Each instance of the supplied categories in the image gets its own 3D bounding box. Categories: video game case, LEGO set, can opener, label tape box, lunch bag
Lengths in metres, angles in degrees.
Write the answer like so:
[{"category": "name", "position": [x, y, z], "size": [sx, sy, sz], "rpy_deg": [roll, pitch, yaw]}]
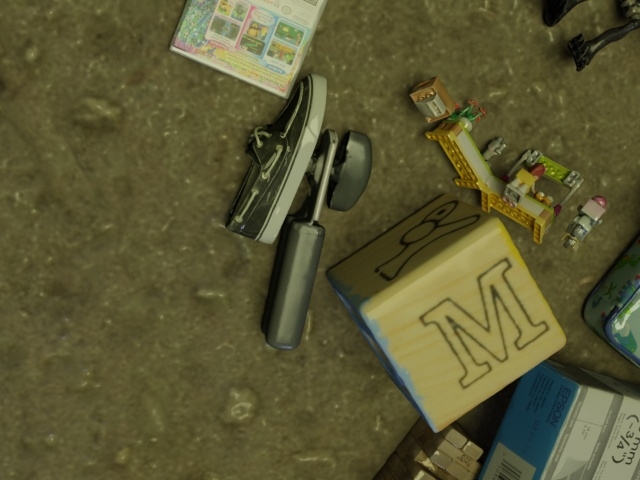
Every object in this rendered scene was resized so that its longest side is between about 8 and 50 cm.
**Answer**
[{"category": "video game case", "position": [-0.085, -0.266, 1.143], "size": [0.157, 0.019, 0.143], "rpy_deg": [21, 96, -17]}, {"category": "LEGO set", "position": [0.240, -0.111, 1.208], "size": [0.287, 0.132, 0.107], "rpy_deg": [42, 72, 5]}, {"category": "can opener", "position": [0.000, 0.000, 1.188], "size": [0.095, 0.076, 0.284], "rpy_deg": [10, 100, -14]}, {"category": "label tape box", "position": [0.380, 0.311, 1.276], "size": [0.333, 0.106, 0.241], "rpy_deg": [18, 96, -32]}, {"category": "lunch bag", "position": [0.491, 0.078, 1.312], "size": [0.176, 0.090, 0.219], "rpy_deg": [38, 92, -20]}]

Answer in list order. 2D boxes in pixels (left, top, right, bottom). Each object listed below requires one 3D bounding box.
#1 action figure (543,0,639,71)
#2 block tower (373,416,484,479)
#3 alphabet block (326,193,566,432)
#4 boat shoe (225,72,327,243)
[{"category": "action figure", "position": [0.433, -0.310, 1.191], "size": [0.275, 0.141, 0.164], "rpy_deg": [-23, 94, -6]}, {"category": "block tower", "position": [0.093, 0.392, 1.281], "size": [0.091, 0.097, 0.335], "rpy_deg": [36, 93, -17]}, {"category": "alphabet block", "position": [0.151, 0.082, 1.181], "size": [0.197, 0.192, 0.193], "rpy_deg": [-33, 108, -3]}, {"category": "boat shoe", "position": [-0.054, -0.104, 1.152], "size": [0.070, 0.078, 0.219], "rpy_deg": [18, 98, -17]}]
